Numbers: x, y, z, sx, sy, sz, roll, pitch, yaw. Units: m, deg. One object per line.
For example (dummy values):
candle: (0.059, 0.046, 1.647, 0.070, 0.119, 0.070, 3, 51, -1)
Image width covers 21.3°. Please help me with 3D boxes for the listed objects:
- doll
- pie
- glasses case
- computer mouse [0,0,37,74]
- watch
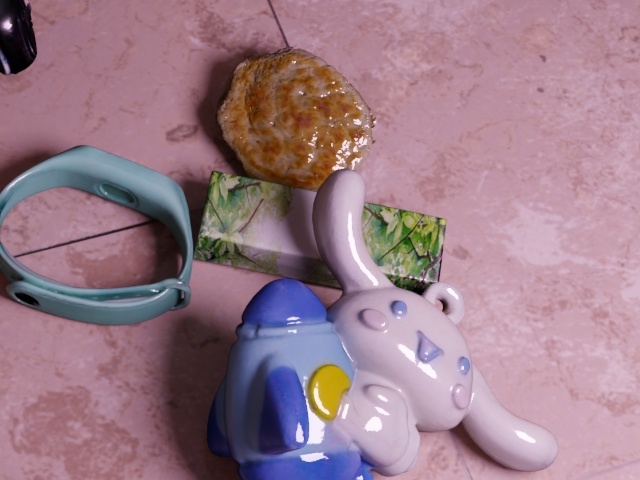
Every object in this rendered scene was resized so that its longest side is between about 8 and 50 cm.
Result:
doll: (0.027, 0.159, 1.761, 0.366, 0.187, 0.376, -38, 71, -26)
pie: (-0.033, -0.134, 1.972, 0.163, 0.079, 0.193, -38, 74, -17)
glasses case: (0.000, 0.000, 1.914, 0.272, 0.062, 0.095, 12, 56, -4)
computer mouse: (-0.390, -0.297, 1.963, 0.096, 0.137, 0.233, -15, 59, 3)
watch: (-0.243, -0.002, 1.869, 0.237, 0.068, 0.195, 21, 62, 3)
